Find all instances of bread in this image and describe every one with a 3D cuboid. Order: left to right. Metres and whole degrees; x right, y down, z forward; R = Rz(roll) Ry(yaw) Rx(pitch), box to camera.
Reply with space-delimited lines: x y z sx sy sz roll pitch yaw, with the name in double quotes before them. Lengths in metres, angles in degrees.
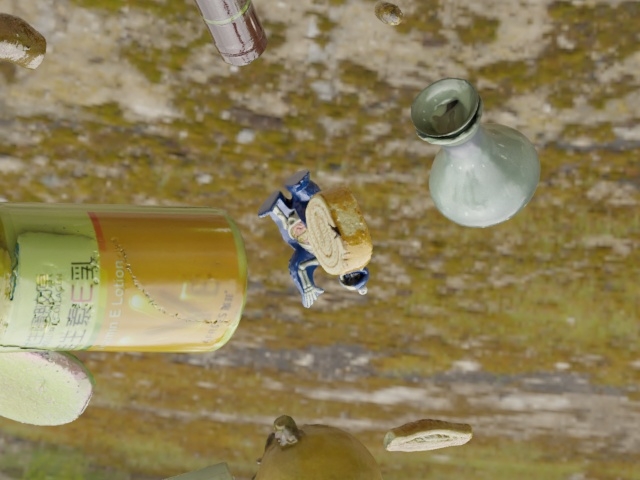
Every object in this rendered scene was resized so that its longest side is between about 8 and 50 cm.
"bread" -0.434 0.203 1.622 0.229 0.033 0.228 6 137 6
"bread" 0.025 -0.013 1.952 0.073 0.149 0.122 -18 171 -28

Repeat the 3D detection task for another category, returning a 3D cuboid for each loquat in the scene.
"loquat" -0.011 0.306 1.397 0.172 0.204 0.149 -29 -166 -11

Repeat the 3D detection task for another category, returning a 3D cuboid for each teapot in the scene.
"teapot" 0.233 -0.139 1.751 0.184 0.183 0.251 -2 152 27

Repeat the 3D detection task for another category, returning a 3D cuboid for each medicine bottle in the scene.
"medicine bottle" -0.182 0.029 0.880 0.239 0.124 0.124 0 168 -33

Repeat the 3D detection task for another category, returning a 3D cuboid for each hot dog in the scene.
"hot dog" 0.135 0.238 1.382 0.137 0.028 0.044 3 136 -33

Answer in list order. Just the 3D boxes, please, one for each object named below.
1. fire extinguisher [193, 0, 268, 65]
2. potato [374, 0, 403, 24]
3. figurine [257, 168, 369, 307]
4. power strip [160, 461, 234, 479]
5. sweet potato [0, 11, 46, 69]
"fire extinguisher" -0.184 -0.463 1.938 0.105 0.141 0.341 -19 141 4
"potato" 0.138 -0.462 2.288 0.051 0.040 0.083 58 168 -26
"figurine" 0.003 -0.008 2.105 0.164 0.262 0.120 -22 -162 14
"power strip" -0.279 0.372 1.432 0.367 0.043 0.106 -13 139 -17
"sweet potato" -0.486 -0.308 1.661 0.077 0.077 0.244 0 175 22
